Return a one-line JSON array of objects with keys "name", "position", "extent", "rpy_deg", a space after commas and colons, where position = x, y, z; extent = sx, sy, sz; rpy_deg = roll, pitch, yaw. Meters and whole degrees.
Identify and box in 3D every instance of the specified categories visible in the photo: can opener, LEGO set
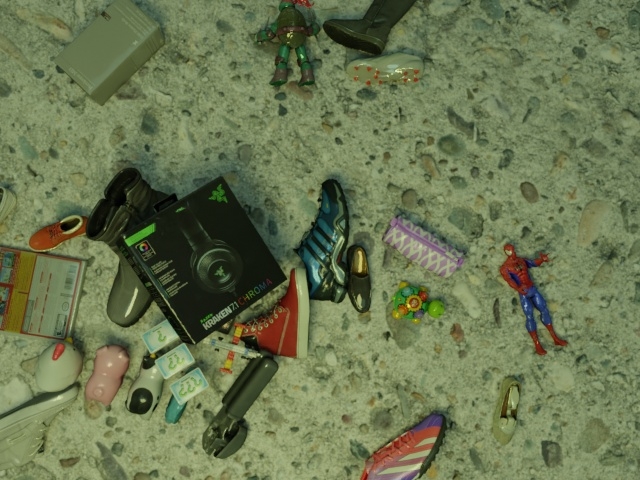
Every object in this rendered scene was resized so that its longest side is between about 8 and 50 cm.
[{"name": "can opener", "position": [-0.180, 0.389, 1.297], "extent": [0.095, 0.076, 0.283], "rpy_deg": [32, 98, -32]}, {"name": "LEGO set", "position": [-0.253, 0.224, 1.239], "extent": [0.244, 0.060, 0.182], "rpy_deg": [-30, 80, -13]}]

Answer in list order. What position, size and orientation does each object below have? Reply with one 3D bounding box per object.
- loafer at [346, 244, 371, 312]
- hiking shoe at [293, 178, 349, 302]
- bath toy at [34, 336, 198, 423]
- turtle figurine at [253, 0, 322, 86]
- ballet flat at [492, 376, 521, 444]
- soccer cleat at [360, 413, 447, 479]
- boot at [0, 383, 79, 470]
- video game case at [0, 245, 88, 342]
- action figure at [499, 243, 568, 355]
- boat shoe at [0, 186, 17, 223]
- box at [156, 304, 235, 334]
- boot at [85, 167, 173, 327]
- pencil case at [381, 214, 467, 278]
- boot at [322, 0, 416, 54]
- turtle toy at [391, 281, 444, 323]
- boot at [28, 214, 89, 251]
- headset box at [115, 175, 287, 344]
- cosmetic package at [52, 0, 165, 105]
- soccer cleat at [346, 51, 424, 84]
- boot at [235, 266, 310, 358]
[{"name": "loafer", "position": [0.094, 0.094, 1.353], "extent": [0.062, 0.061, 0.170], "rpy_deg": [-9, 86, -5]}, {"name": "hiking shoe", "position": [0.000, 0.000, 1.330], "extent": [0.132, 0.113, 0.304], "rpy_deg": [1, 85, -4]}, {"name": "bath toy", "position": [-0.463, 0.300, 1.259], "extent": [0.348, 0.129, 0.151], "rpy_deg": [17, 40, -11]}, {"name": "turtle figurine", "position": [-0.079, -0.506, 1.374], "extent": [0.175, 0.118, 0.234], "rpy_deg": [-5, 91, -3]}, {"name": "ballet flat", "position": [0.457, 0.417, 1.349], "extent": [0.057, 0.052, 0.168], "rpy_deg": [8, 85, -2]}, {"name": "soccer cleat", "position": [0.175, 0.525, 1.303], "extent": [0.116, 0.108, 0.318], "rpy_deg": [37, 87, 5]}, {"name": "boot", "position": [-0.661, 0.437, 1.282], "extent": [0.258, 0.095, 0.123], "rpy_deg": [-25, 97, 0]}, {"name": "video game case", "position": [-0.722, 0.125, 1.328], "extent": [0.285, 0.025, 0.204], "rpy_deg": [10, 85, -2]}, {"name": "action figure", "position": [0.522, 0.134, 1.339], "extent": [0.091, 0.139, 0.280], "rpy_deg": [-23, 84, -6]}, {"name": "boat shoe", "position": [-0.789, -0.045, 1.306], "extent": [0.066, 0.063, 0.184], "rpy_deg": [30, 74, 5]}, {"name": "box", "position": [-0.255, 0.082, 1.312], "extent": [0.183, 0.056, 0.231], "rpy_deg": [25, 92, -8]}, {"name": "boot", "position": [-0.448, 0.018, 1.242], "extent": [0.118, 0.223, 0.338], "rpy_deg": [13, 80, 22]}, {"name": "pencil case", "position": [0.251, 0.016, 1.355], "extent": [0.206, 0.088, 0.086], "rpy_deg": [29, 82, 1]}, {"name": "boot", "position": [0.130, -0.585, 1.407], "extent": [0.190, 0.076, 0.208], "rpy_deg": [25, 81, 11]}, {"name": "turtle toy", "position": [0.238, 0.156, 1.353], "extent": [0.130, 0.066, 0.095], "rpy_deg": [14, 85, -2]}, {"name": "boot", "position": [-0.626, -0.021, 1.313], "extent": [0.158, 0.084, 0.059], "rpy_deg": [-24, 89, -7]}, {"name": "headset box", "position": [-0.256, 0.034, 1.175], "extent": [0.246, 0.131, 0.283], "rpy_deg": [-34, 97, -25]}, {"name": "cosmetic package", "position": [-0.510, -0.462, 1.350], "extent": [0.127, 0.107, 0.238], "rpy_deg": [41, 81, -2]}, {"name": "soccer cleat", "position": [0.164, -0.441, 1.407], "extent": [0.196, 0.068, 0.076], "rpy_deg": [2, 60, 2]}, {"name": "boot", "position": [-0.112, 0.170, 1.286], "extent": [0.176, 0.088, 0.244], "rpy_deg": [4, 117, 0]}]
